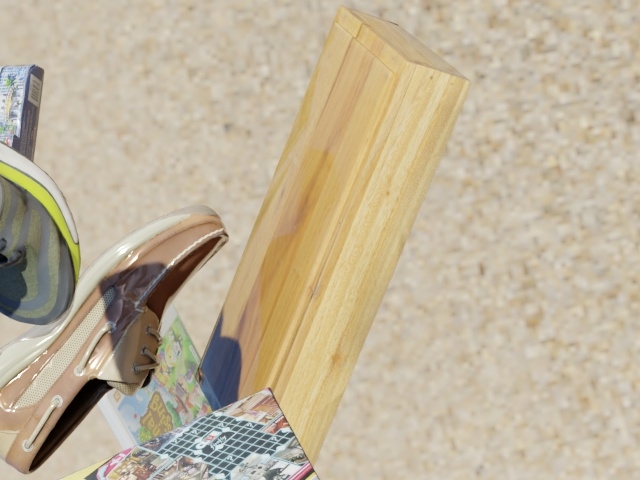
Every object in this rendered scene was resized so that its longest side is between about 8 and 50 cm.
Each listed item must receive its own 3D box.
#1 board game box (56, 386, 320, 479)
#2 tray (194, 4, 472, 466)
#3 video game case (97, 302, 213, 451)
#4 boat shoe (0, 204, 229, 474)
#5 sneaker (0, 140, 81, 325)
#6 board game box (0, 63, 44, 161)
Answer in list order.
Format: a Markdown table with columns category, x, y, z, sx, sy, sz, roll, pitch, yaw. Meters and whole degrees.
| category | x | y | z | sx | sy | sz | roll | pitch | yaw |
| --- | --- | --- | --- | --- | --- | --- | --- | --- | --- |
| board game box | -0.116 | 0.223 | 1.306 | 0.165 | 0.243 | 0.042 | -122 | 13 | -46 |
| tray | 0.000 | 0.000 | 1.641 | 0.411 | 0.076 | 0.203 | -69 | 23 | 15 |
| video game case | -0.201 | 0.213 | 2.234 | 0.023 | 0.193 | 0.212 | -4 | 126 | 30 |
| boat shoe | -0.204 | 0.100 | 1.690 | 0.116 | 0.324 | 0.123 | 47 | -178 | 15 |
| sneaker | -0.267 | -0.024 | 1.176 | 0.300 | 0.111 | 0.121 | 53 | -150 | -42 |
| board game box | -0.416 | -0.106 | 1.927 | 0.060 | 0.194 | 0.194 | 40 | -128 | -68 |
